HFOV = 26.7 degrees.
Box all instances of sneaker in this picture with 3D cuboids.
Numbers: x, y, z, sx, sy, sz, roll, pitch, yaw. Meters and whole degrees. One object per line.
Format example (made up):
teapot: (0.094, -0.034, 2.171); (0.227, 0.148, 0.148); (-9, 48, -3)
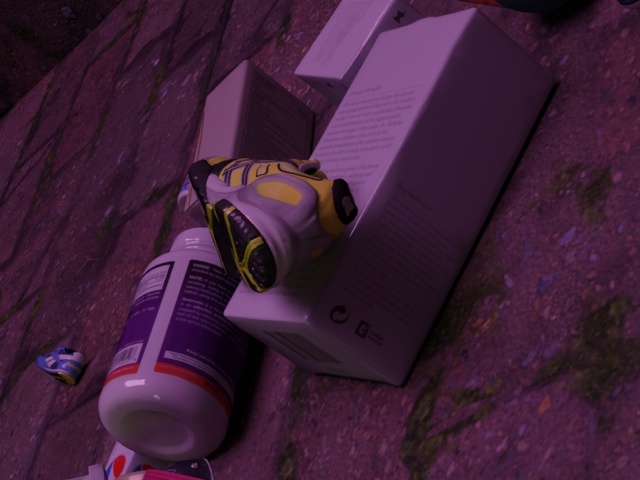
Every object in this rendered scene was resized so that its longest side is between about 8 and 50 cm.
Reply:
sneaker: (-0.475, 0.225, 2.476); (0.144, 0.053, 0.059); (7, 64, 53)
sneaker: (-0.061, -0.034, 1.635); (0.147, 0.145, 0.384); (-25, 19, -10)

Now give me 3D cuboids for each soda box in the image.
soda box: (-0.279, 0.374, 1.912); (0.074, 0.069, 0.216); (-22, 40, 48)

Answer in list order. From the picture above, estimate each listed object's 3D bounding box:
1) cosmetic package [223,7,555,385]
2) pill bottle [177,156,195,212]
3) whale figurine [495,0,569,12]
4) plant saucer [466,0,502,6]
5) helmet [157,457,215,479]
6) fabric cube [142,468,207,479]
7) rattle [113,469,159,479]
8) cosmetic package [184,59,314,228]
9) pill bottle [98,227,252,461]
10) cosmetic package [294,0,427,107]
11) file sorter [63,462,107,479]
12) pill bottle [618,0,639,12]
cosmetic package: (0.087, -0.055, 1.708); (0.230, 0.161, 0.453); (0, 58, 61)
pill bottle: (-0.196, -0.111, 2.383); (0.078, 0.078, 0.137); (-26, 37, 46)
whale figurine: (0.324, -0.414, 1.809); (0.272, 0.141, 0.216); (-39, 64, -11)
plant saucer: (0.313, -0.462, 1.978); (0.258, 0.047, 0.259); (-54, 25, -1)
helmet: (-0.157, 0.350, 1.615); (0.169, 0.161, 0.169); (-40, 28, 27)
fabric cube: (-0.074, 0.398, 1.294); (0.254, 0.259, 0.258); (-7, 53, 57)
rattle: (-0.245, 0.377, 1.785); (0.199, 0.130, 0.143); (-12, 79, 17)
cosmetic package: (-0.108, -0.131, 2.160); (0.113, 0.160, 0.309); (-39, 27, 30)
pill bottle: (-0.191, 0.141, 1.924); (0.181, 0.181, 0.323); (-31, 32, 40)
cosmetic package: (0.087, -0.259, 1.987); (0.151, 0.151, 0.183); (-56, 23, -5)
file sorter: (-0.304, 0.442, 1.568); (0.173, 0.278, 0.193); (-11, 25, -10)
pill bottle: (0.368, -0.318, 1.603); (0.067, 0.120, 0.067); (-40, 27, 26)
